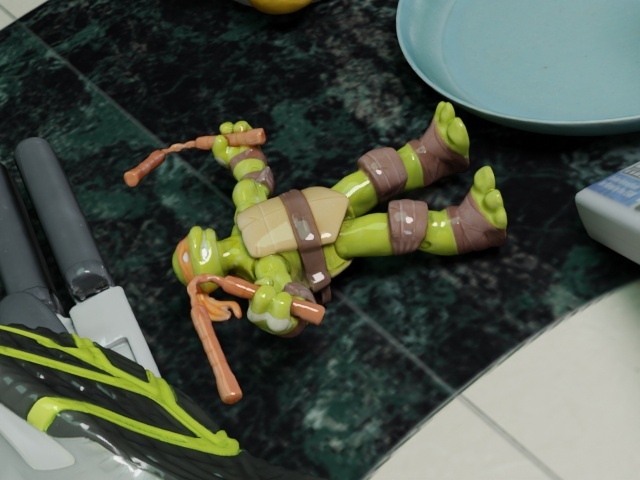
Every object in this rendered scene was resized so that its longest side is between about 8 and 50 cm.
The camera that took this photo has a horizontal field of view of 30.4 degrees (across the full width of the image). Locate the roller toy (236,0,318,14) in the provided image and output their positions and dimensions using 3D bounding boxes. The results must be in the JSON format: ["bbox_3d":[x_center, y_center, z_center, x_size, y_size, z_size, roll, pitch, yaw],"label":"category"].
[{"bbox_3d":[-0.029,-0.298,0.998,0.191,0.146,0.209,-42,50,-6],"label":"roller toy"}]

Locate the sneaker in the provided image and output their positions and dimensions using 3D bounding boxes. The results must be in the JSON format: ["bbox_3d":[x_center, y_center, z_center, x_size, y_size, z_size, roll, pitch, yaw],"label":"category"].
[{"bbox_3d":[-0.054,0.180,0.562,0.385,0.145,0.147,29,101,32],"label":"sneaker"}]

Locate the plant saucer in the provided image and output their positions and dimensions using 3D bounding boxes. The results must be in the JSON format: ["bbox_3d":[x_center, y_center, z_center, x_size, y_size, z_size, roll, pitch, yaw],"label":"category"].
[{"bbox_3d":[0.213,-0.176,0.846,0.317,0.043,0.317,-13,43,12],"label":"plant saucer"}]

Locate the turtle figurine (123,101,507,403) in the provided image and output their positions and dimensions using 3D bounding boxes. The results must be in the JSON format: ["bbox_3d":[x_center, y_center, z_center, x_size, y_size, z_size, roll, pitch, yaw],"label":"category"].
[{"bbox_3d":[0.000,0.000,0.729,0.217,0.087,0.269,-16,34,-3],"label":"turtle figurine"}]

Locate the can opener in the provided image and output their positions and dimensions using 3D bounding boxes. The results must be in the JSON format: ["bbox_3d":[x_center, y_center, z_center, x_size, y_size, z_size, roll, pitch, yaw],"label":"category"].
[{"bbox_3d":[-0.182,0.017,0.783,0.076,0.095,0.283,-28,49,-6],"label":"can opener"}]

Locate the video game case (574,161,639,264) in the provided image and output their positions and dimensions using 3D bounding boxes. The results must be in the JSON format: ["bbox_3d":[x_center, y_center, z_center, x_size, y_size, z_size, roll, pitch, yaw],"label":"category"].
[{"bbox_3d":[0.315,-0.046,0.567,0.300,0.036,0.329,-26,14,-3],"label":"video game case"}]
